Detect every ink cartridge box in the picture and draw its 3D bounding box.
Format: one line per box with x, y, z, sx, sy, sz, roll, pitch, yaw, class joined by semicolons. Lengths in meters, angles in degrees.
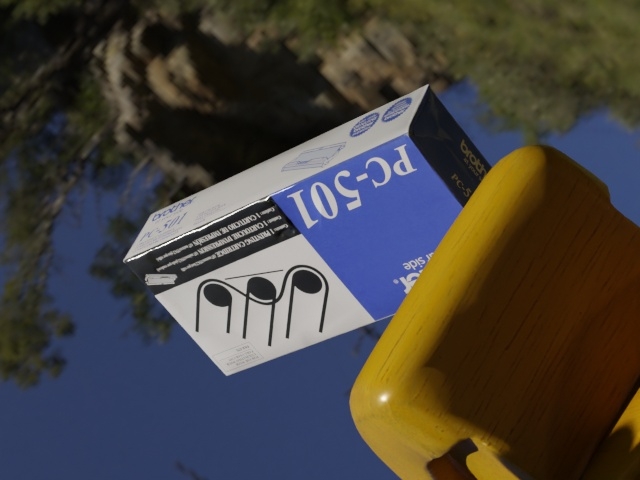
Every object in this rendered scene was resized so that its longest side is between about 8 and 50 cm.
0.000;0.000;0.892;0.097;0.207;0.046;50;-141;-22;ink cartridge box

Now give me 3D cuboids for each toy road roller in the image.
0.128;0.088;0.759;0.240;0.329;0.202;36;-106;-5;toy road roller
